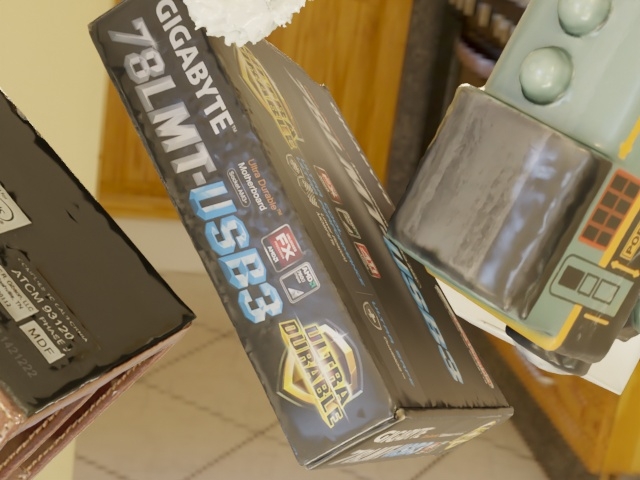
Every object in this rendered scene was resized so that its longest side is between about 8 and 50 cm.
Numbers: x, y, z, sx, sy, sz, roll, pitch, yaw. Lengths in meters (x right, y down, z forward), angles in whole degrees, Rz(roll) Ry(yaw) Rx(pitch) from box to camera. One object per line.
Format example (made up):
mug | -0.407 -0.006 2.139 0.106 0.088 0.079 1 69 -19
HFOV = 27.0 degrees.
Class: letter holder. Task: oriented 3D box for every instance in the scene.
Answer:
letter holder | -0.256 0.009 0.670 0.302 0.214 0.152 49 26 5

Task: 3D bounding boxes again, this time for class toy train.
toy train | 0.173 -0.084 0.687 0.190 0.334 0.142 18 14 -49

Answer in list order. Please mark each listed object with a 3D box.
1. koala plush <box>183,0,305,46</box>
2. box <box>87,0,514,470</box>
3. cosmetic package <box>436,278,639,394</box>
koala plush | -0.052 -0.216 0.616 0.203 0.221 0.196 -13 40 -33
box | 0.000 0.000 0.859 0.295 0.073 0.293 62 15 16
cosmetic package | 0.305 -0.051 1.476 0.217 0.385 0.156 28 1 36
